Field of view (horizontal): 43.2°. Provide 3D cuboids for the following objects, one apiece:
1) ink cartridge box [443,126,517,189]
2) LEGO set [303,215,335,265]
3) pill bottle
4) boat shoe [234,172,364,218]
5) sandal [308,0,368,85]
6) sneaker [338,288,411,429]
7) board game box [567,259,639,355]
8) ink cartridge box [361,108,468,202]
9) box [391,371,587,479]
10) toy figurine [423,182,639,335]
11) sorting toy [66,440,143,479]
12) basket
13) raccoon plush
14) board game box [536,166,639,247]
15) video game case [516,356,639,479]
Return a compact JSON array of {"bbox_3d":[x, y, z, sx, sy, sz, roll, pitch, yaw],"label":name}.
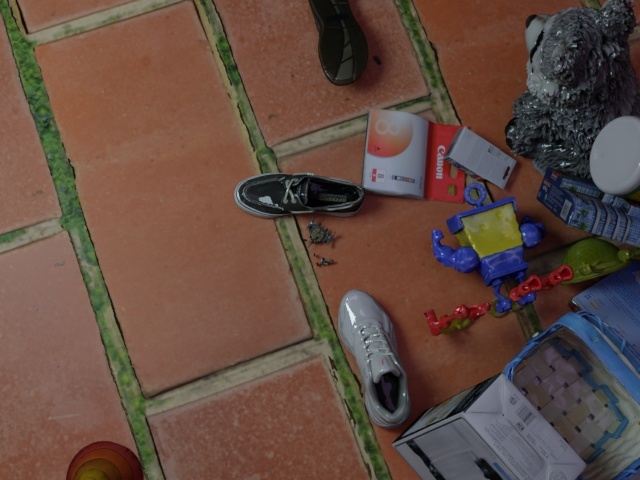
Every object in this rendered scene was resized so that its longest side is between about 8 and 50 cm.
[{"bbox_3d":[0.275,-0.139,1.394,0.115,0.029,0.063,30,78,-12],"label":"ink cartridge box"},{"bbox_3d":[-0.002,0.001,1.363,0.054,0.023,0.083,5,92,0],"label":"LEGO set"},{"bbox_3d":[0.516,-0.107,1.199,0.208,0.117,0.118,10,78,-24],"label":"pill bottle"},{"bbox_3d":[-0.036,-0.081,1.349,0.219,0.070,0.078,1,79,-3],"label":"boat shoe"},{"bbox_3d":[0.024,-0.358,1.418,0.090,0.060,0.219,-13,65,-11],"label":"sandal"},{"bbox_3d":[0.094,0.183,1.281,0.090,0.115,0.232,-20,80,-7],"label":"sneaker"},{"bbox_3d":[0.546,0.166,1.293,0.145,0.027,0.281,-29,60,-14],"label":"board game box"},{"bbox_3d":[0.164,-0.143,1.386,0.179,0.045,0.145,5,79,1],"label":"ink cartridge box"},{"bbox_3d":[0.229,0.309,1.169,0.087,0.290,0.169,-39,83,-25],"label":"box"},{"bbox_3d":[0.312,-0.009,1.300,0.362,0.191,0.217,-18,75,-7],"label":"toy figurine"},{"bbox_3d":[-0.376,0.482,1.195,0.127,0.126,0.366,18,78,1],"label":"sorting toy"},{"bbox_3d":[0.386,0.227,1.135,0.201,0.289,0.255,-36,79,-18],"label":"basket"},{"bbox_3d":[0.500,-0.203,1.283,0.446,0.299,0.216,28,79,2],"label":"raccoon plush"},{"bbox_3d":[0.454,-0.044,1.247,0.194,0.194,0.060,15,105,-3],"label":"board game box"},{"bbox_3d":[0.409,0.333,1.294,0.244,0.061,0.269,-29,81,-9],"label":"video game case"}]
